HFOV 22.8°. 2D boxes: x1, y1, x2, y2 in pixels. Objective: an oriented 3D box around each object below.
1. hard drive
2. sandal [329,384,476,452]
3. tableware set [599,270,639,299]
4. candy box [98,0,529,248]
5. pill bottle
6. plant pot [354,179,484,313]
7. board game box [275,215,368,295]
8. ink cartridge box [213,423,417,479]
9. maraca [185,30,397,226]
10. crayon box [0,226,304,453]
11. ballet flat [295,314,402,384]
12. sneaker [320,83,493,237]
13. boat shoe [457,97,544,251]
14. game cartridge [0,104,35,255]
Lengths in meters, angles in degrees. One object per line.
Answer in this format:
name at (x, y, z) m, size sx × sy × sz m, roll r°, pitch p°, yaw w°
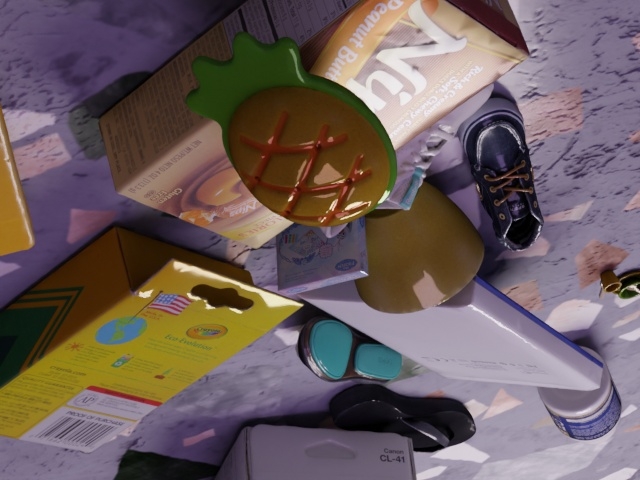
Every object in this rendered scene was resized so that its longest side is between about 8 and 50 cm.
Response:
hard drive at (0.146, 0.096, 1.716) m, size 0.210 × 0.040 × 0.318 m, roll 2°, pitch 162°, yaw 34°
sandal at (0.106, 0.242, 2.024) m, size 0.097 × 0.054 × 0.254 m, roll -38°, pitch 145°, yaw 30°
tableware set at (0.406, 0.034, 1.888) m, size 0.154 × 0.024 × 0.104 m, roll -17°, pitch 150°, yaw -4°
candy box at (-0.008, -0.127, 1.318) m, size 0.316 × 0.087 × 0.183 m, roll -35°, pitch 146°, yaw 26°
pill bottle at (0.342, 0.208, 2.067) m, size 0.094 × 0.094 × 0.169 m, roll -24°, pitch 150°, yaw 8°
plant pot at (0.081, -0.008, 1.546) m, size 0.134 × 0.134 × 0.095 m, roll -23°, pitch 125°, yaw 7°
board game box at (0.000, 0.000, 1.510) m, size 0.090 × 0.090 × 0.020 m, roll -14°, pitch 154°, yaw 25°
ink cartridge box at (-0.030, 0.366, 2.041) m, size 0.226 × 0.131 × 0.306 m, roll 5°, pitch 147°, yaw -17°
maraca at (-0.021, -0.082, 1.211) m, size 0.127 × 0.099 × 0.186 m, roll -28°, pitch 120°, yaw 28°
crayon box at (-0.199, 0.094, 1.579) m, size 0.318 × 0.081 × 0.202 m, roll -34°, pitch 147°, yaw 25°
ballet flat at (0.015, 0.125, 1.772) m, size 0.074 × 0.074 × 0.203 m, roll -33°, pitch 152°, yaw 22°
sneaker at (0.077, -0.076, 1.446) m, size 0.212 × 0.094 × 0.080 m, roll -33°, pitch 146°, yaw 23°
boat shoe at (0.182, -0.062, 1.539) m, size 0.065 × 0.083 × 0.183 m, roll -21°, pitch 150°, yaw 3°
game cartridge at (-0.388, -0.064, 1.249) m, size 0.285 × 0.053 × 0.324 m, roll -14°, pitch 147°, yaw -10°
